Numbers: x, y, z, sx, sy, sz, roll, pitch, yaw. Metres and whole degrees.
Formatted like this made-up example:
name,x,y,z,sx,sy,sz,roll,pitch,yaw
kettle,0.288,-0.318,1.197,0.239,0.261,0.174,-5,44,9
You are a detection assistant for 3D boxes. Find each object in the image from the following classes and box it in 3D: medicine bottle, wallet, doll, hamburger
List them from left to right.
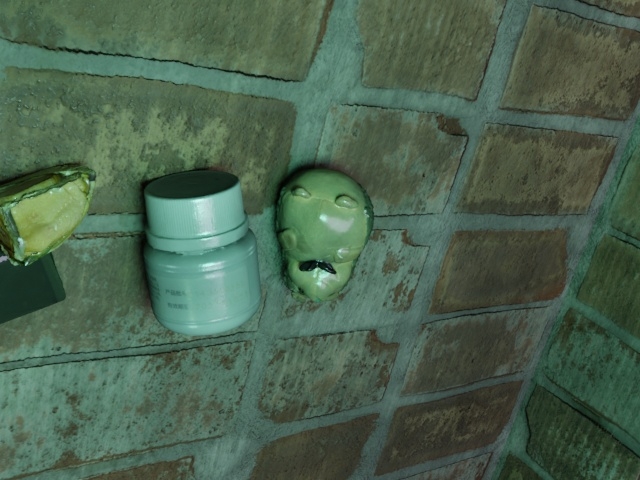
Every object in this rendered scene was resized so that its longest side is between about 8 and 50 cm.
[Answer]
name,x,y,z,sx,sy,sz,roll,pitch,yaw
wallet,-0.647,0.092,1.439,0.245,0.052,0.169,-20,125,-22
hamburger,-0.531,-0.061,1.390,0.207,0.135,0.155,-41,137,-36
medicine bottle,-0.257,0.022,1.556,0.245,0.245,0.306,-17,117,-29
doll,0.000,0.000,1.757,0.247,0.247,0.350,-18,139,-28
